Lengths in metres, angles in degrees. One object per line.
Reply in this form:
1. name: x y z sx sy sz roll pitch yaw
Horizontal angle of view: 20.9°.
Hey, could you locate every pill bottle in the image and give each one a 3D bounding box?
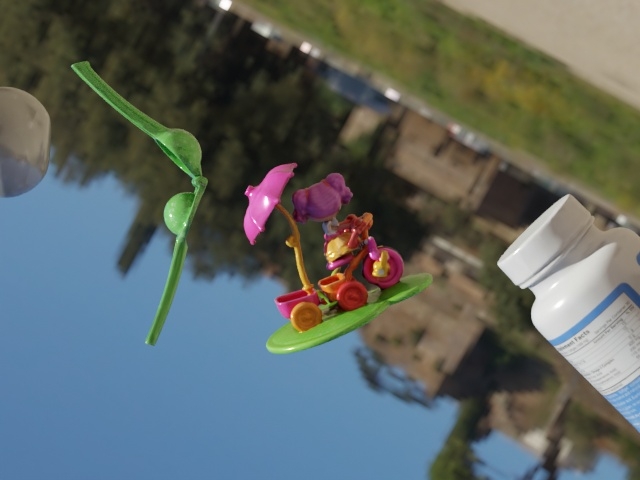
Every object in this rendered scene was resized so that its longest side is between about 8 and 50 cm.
1. pill bottle: 0.267 0.067 1.536 0.221 0.124 0.124 46 -173 0

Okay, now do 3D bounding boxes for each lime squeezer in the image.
1. lime squeezer: -0.170 -0.049 1.843 0.110 0.310 0.059 -16 -175 -27

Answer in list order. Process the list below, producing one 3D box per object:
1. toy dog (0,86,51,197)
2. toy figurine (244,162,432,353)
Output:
1. toy dog: -0.344 -0.059 1.182 0.333 0.220 0.161 25 177 10
2. toy figurine: 0.000 0.000 1.642 0.130 0.173 0.159 -134 21 -79
